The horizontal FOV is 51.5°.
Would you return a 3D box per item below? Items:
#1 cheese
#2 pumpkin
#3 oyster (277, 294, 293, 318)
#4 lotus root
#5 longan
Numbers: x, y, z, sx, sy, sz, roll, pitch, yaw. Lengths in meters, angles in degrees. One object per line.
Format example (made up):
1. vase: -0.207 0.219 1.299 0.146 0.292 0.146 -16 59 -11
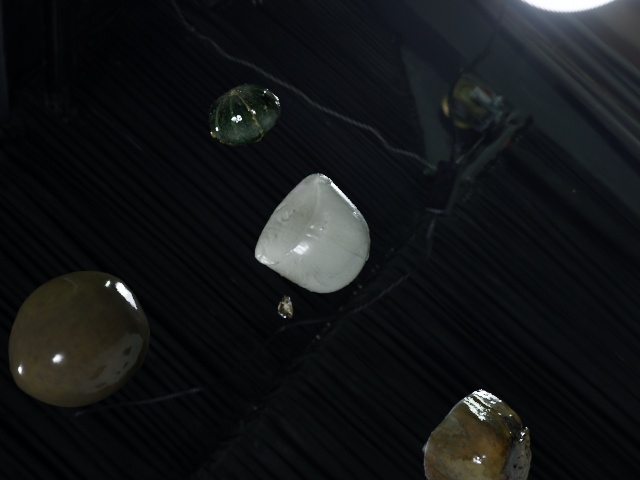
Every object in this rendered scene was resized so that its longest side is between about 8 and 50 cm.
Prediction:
1. cheese: 0.000 0.000 1.228 0.198 0.189 0.154 -53 26 -4
2. pumpkin: -0.196 -0.322 1.711 0.190 0.190 0.146 -45 -45 -51
3. oyster: -0.082 0.152 1.502 0.019 0.054 0.083 -4 -1 -19
4. lotus root: 0.381 0.486 1.511 0.192 0.272 0.272 14 53 49
5. longan: -0.516 0.211 1.414 0.297 0.297 0.297 -47 -2 -2
